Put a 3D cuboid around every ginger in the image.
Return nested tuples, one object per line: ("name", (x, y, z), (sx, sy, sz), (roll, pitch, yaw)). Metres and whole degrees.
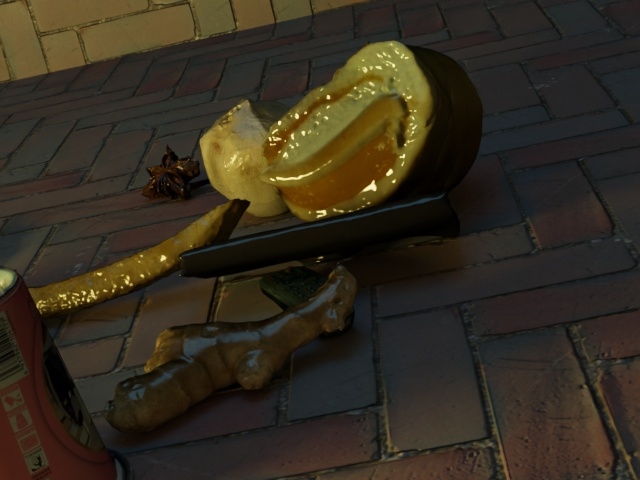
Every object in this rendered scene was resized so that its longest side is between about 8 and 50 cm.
("ginger", (-0.102, 0.127, 1.488), (0.333, 0.081, 0.148), (-21, 21, -10))

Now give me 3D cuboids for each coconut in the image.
("coconut", (-0.100, -0.140, 2.036), (0.194, 0.194, 0.194), (-12, 20, 4))

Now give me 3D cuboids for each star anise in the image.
("star anise", (-0.234, -0.108, 2.226), (0.190, 0.070, 0.097), (6, 55, 39))

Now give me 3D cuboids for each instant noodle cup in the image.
("instant noodle cup", (-0.342, 0.170, 1.288), (0.244, 0.255, 0.244), (-14, 19, 5))

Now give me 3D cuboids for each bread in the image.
("bread", (0.097, -0.137, 1.864), (0.300, 0.210, 0.341), (-33, -9, 19))

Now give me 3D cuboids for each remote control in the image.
("remote control", (-0.017, 0.075, 1.635), (0.072, 0.042, 0.222), (-18, 20, -17))

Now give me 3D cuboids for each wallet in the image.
("wallet", (0.000, 0.000, 1.716), (0.377, 0.051, 0.197), (-11, -8, 6))

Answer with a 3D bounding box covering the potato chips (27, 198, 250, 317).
("potato chips", (-0.280, 0.041, 1.787), (0.407, 0.080, 0.057), (-21, -19, 11))
